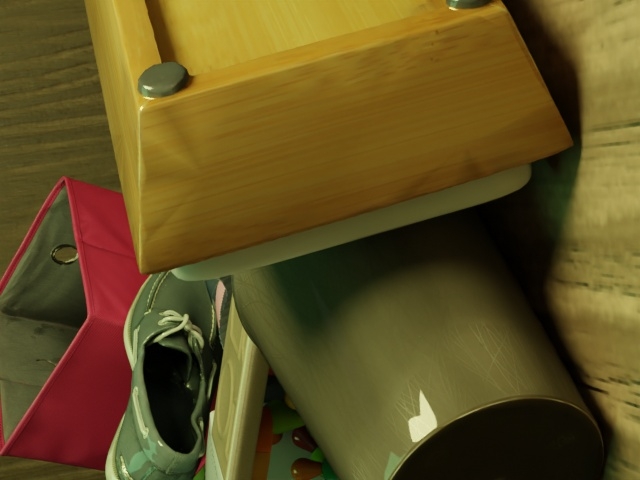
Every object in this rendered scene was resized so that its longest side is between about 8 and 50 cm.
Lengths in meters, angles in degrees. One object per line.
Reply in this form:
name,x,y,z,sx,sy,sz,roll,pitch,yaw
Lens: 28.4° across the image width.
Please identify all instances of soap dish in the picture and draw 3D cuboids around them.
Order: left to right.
soap dish,-0.018,-0.124,0.719,0.290,0.229,0.118,-110,6,-48

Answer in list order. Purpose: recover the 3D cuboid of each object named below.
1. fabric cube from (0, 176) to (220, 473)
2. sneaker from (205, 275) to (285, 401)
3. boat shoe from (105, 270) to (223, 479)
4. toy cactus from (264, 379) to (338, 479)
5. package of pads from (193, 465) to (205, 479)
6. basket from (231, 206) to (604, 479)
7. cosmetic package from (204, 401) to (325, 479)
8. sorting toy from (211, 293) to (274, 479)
fabric cube,-0.240,0.115,1.575,0.254,0.258,0.259,-54,36,30
sneaker,-0.046,0.095,1.300,0.319,0.112,0.131,-114,5,-63
boat shoe,-0.147,0.129,1.331,0.099,0.116,0.319,-51,23,41
toy cactus,0.026,0.165,1.041,0.180,0.112,0.219,54,151,27
package of pads,-0.174,0.330,1.807,0.229,0.101,0.296,92,158,-69
basket,0.052,0.067,0.725,0.227,0.154,0.204,-118,30,-50
cosmetic package,-0.029,0.302,1.211,0.224,0.138,0.224,103,157,-52
sorting toy,-0.057,0.108,1.046,0.208,0.038,0.193,-113,32,-74
